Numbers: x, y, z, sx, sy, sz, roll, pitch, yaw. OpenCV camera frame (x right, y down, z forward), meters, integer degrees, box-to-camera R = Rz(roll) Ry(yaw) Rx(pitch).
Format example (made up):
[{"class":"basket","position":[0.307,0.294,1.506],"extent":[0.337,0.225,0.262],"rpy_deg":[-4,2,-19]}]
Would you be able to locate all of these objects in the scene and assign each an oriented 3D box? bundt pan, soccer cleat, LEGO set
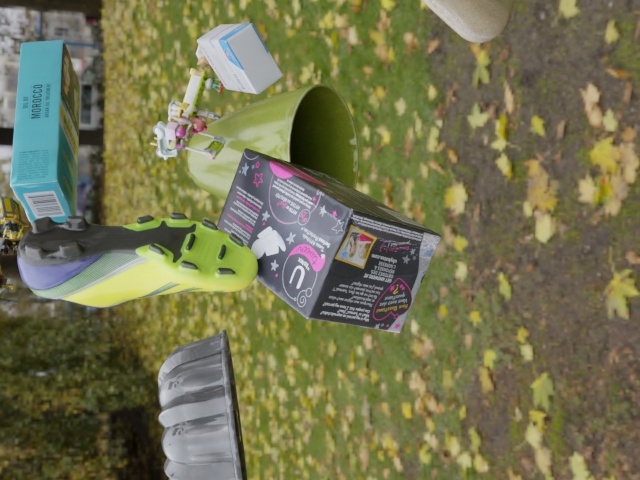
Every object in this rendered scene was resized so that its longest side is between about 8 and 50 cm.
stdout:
[{"class":"bundt pan","position":[-0.196,0.320,1.364],"extent":[0.331,0.124,0.331],"rpy_deg":[172,90,-84]},{"class":"soccer cleat","position":[-0.220,0.034,0.998],"extent":[0.121,0.289,0.093],"rpy_deg":[95,178,-46]},{"class":"LEGO set","position":[-0.220,-0.247,1.544],"extent":[0.132,0.107,0.287],"rpy_deg":[103,-175,-52]},{"class":"LEGO set","position":[-0.758,0.045,1.661],"extent":[0.255,0.331,0.192],"rpy_deg":[-48,51,32]}]

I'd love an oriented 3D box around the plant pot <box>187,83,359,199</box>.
[{"class":"plant pot","position":[-0.113,-0.168,1.659],"extent":[0.275,0.293,0.274],"rpy_deg":[-3,-87,-60]}]

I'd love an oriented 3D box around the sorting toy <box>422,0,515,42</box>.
[{"class":"sorting toy","position":[0.039,-0.297,0.588],"extent":[0.041,0.307,0.229],"rpy_deg":[-41,14,41]}]

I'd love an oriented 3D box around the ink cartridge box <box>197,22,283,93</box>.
[{"class":"ink cartridge box","position":[-0.118,-0.264,1.177],"extent":[0.088,0.052,0.122],"rpy_deg":[58,163,-26]}]

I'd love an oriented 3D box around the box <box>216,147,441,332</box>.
[{"class":"box","position":[0.000,0.000,1.037],"extent":[0.247,0.163,0.142],"rpy_deg":[34,105,48]}]

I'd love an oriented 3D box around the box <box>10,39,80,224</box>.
[{"class":"box","position":[-0.367,-0.147,1.100],"extent":[0.100,0.060,0.244],"rpy_deg":[91,172,-59]}]
